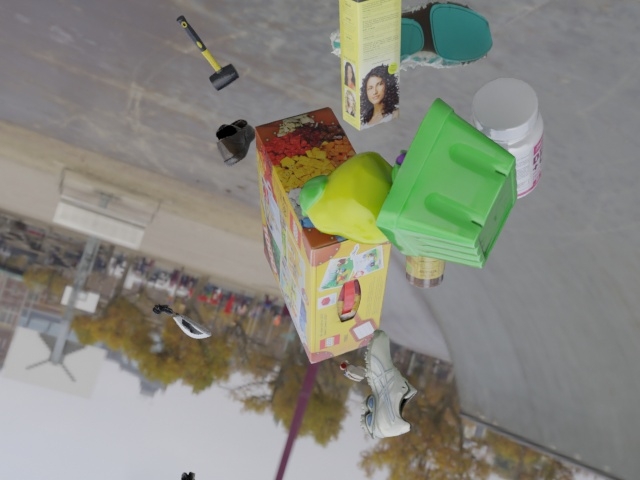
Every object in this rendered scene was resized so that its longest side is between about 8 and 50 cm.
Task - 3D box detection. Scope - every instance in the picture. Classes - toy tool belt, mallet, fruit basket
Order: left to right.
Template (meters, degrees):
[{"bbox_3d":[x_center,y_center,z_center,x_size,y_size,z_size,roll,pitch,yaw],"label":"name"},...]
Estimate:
[{"bbox_3d":[-0.250,-0.391,1.638,0.189,0.062,0.039,42,-163,-42],"label":"mallet"},{"bbox_3d":[0.096,0.407,2.411,0.083,0.052,0.051,21,155,-3],"label":"toy tool belt"},{"bbox_3d":[0.160,-0.097,1.460,0.392,0.283,0.392,27,177,1],"label":"fruit basket"}]

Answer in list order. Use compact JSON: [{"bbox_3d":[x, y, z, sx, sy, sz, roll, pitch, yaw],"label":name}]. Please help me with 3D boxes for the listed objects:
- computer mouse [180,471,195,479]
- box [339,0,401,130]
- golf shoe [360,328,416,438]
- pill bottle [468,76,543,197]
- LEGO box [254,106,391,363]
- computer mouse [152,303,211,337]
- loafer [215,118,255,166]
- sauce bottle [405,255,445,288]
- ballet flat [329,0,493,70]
[{"bbox_3d":[-0.329,0.712,1.981,0.072,0.189,0.272,12,175,-13],"label":"computer mouse"},{"bbox_3d":[0.081,-0.301,1.262,0.087,0.232,0.058,-23,-140,-23],"label":"box"},{"bbox_3d":[0.113,0.227,1.241,0.086,0.176,0.069,-5,155,18],"label":"golf shoe"},{"bbox_3d":[0.409,-0.221,1.715,0.160,0.160,0.283,14,159,21],"label":"pill bottle"},{"bbox_3d":[0.000,0.000,1.855,0.193,0.373,0.500,-17,146,-13],"label":"LEGO box"},{"bbox_3d":[-0.430,0.259,2.425,0.193,0.042,0.106,30,179,11],"label":"computer mouse"},{"bbox_3d":[-0.211,-0.258,1.903,0.078,0.080,0.220,57,-168,-23],"label":"loafer"},{"bbox_3d":[0.286,-0.040,2.068,0.111,0.344,0.111,0,-151,0],"label":"sauce bottle"},{"bbox_3d":[0.186,-0.428,1.627,0.408,0.147,0.147,-12,-167,-38],"label":"ballet flat"}]
